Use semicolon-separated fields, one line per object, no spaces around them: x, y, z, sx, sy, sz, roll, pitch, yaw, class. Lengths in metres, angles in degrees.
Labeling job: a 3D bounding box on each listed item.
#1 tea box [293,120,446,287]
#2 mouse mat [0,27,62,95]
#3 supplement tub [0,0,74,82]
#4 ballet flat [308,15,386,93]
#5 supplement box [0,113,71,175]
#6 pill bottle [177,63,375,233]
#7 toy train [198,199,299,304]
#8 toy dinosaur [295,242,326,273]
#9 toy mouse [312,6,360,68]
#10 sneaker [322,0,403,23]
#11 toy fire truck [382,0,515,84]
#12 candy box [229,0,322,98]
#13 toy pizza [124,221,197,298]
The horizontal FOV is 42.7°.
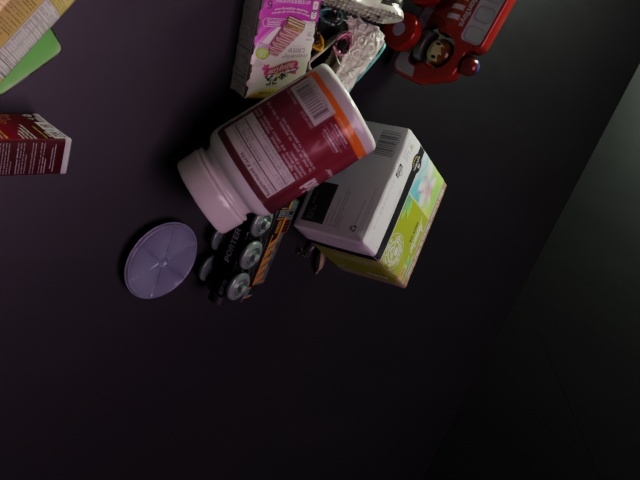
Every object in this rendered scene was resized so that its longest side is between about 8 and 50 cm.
0.142;-0.097;2.179;0.323;0.220;0.329;43;67;-56;tea box
-0.542;-0.358;1.408;0.152;0.007;0.189;-43;144;-18;mouse mat
-0.527;-0.366;1.216;0.331;0.241;0.241;-50;145;-7;supplement tub
-0.003;-0.363;1.963;0.408;0.147;0.147;-57;145;-4;ballet flat
-0.574;-0.167;1.417;0.239;0.130;0.073;-9;124;-47;supplement box
-0.098;-0.193;1.795;0.392;0.224;0.224;-31;143;3;pill bottle
-0.175;0.007;2.031;0.190;0.142;0.333;-9;124;-58;toy train
0.000;0.000;2.291;0.118;0.064;0.268;-19;134;-49;toy dinosaur
0.030;-0.480;1.892;0.143;0.161;0.031;-37;-175;-15;toy mouse
0.076;-0.604;1.871;0.293;0.102;0.146;10;86;-40;sneaker
0.323;-0.532;2.072;0.169;0.254;0.302;18;103;-54;toy fire truck
-0.098;-0.432;1.798;0.159;0.071;0.233;-8;124;-35;candy box
-0.374;0.043;1.906;0.201;0.032;0.201;-31;138;-33;toy pizza
